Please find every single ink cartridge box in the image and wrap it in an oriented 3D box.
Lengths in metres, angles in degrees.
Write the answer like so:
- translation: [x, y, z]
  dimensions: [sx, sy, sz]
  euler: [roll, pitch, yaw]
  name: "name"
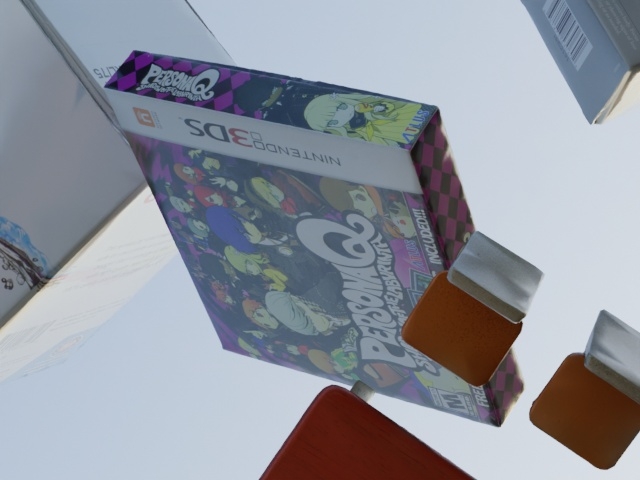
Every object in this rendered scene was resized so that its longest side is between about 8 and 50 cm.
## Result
- translation: [-0.201, -0.049, 1.344]
  dimensions: [0.270, 0.197, 0.198]
  euler: [-42, -11, 25]
  name: "ink cartridge box"

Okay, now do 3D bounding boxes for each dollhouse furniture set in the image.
- translation: [0.088, 0.171, 0.935]
  dimensions: [0.262, 0.259, 0.135]
  euler: [-57, -4, 14]
  name: "dollhouse furniture set"

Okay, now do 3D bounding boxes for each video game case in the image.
- translation: [0.000, 0.000, 1.143]
  dimensions: [0.042, 0.210, 0.232]
  euler: [-54, -38, -31]
  name: "video game case"

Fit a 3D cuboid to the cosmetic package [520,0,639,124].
- translation: [0.275, -0.193, 1.393]
  dimensions: [0.238, 0.127, 0.107]
  euler: [-22, -17, -16]
  name: "cosmetic package"
